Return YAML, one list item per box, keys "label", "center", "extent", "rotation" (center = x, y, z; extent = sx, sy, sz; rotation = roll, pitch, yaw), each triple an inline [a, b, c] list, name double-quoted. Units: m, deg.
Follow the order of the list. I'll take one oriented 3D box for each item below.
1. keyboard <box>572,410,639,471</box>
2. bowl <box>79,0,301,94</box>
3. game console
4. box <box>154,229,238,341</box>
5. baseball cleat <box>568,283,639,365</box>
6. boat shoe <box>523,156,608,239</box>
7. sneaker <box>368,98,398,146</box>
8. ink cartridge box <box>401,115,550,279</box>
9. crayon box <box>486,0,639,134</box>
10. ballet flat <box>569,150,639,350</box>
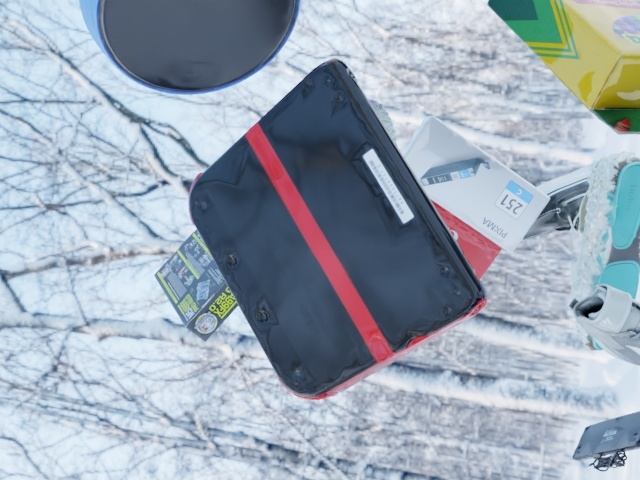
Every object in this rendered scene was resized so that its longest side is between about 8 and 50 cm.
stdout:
- label: "keyboard"
  center: [0.470, 0.329, 1.155]
  extent: [0.100, 0.038, 0.192]
  rotation: [-52, -5, -25]
- label: "bowl"
  center: [-0.216, -0.416, 1.270]
  extent: [0.391, 0.391, 0.077]
  rotation: [62, -177, -57]
- label: "game console"
  center: [0.000, 0.000, 1.002]
  extent: [0.386, 0.342, 0.060]
  rotation: [59, -151, 10]
- label: "box"
  center: [-0.221, 0.057, 1.488]
  extent: [0.216, 0.270, 0.060]
  rotation: [-49, -58, -3]
- label: "baseball cleat"
  center: [0.316, 0.092, 0.668]
  extent: [0.109, 0.206, 0.072]
  rotation: [31, -102, -25]
- label: "boat shoe"
  center: [0.577, -0.078, 1.669]
  extent: [0.119, 0.335, 0.121]
  rotation: [58, 175, 34]
- label: "sneaker"
  center: [0.066, -0.128, 1.275]
  extent: [0.146, 0.102, 0.293]
  rotation: [-114, 15, -50]
- label: "ink cartridge box"
  center: [0.266, -0.063, 1.469]
  extent: [0.261, 0.296, 0.066]
  rotation: [-56, 7, 7]
- label: "crayon box"
  center: [0.376, -0.252, 0.913]
  extent: [0.081, 0.202, 0.318]
  rotation: [107, 150, -41]
- label: "ballet flat"
  center: [0.586, 0.018, 1.496]
  extent: [0.147, 0.147, 0.409]
  rotation: [-18, -63, -69]
